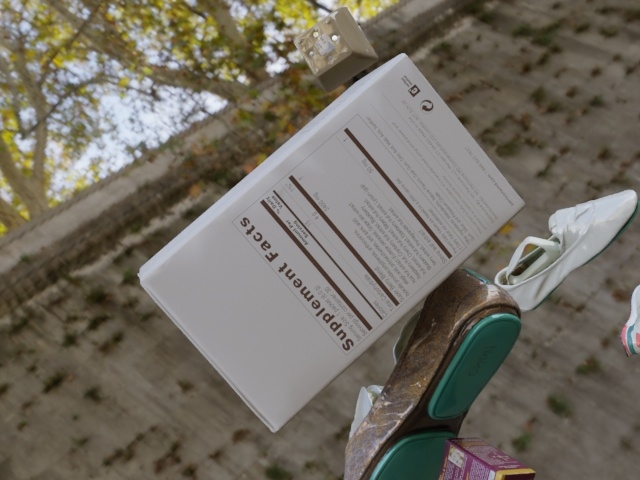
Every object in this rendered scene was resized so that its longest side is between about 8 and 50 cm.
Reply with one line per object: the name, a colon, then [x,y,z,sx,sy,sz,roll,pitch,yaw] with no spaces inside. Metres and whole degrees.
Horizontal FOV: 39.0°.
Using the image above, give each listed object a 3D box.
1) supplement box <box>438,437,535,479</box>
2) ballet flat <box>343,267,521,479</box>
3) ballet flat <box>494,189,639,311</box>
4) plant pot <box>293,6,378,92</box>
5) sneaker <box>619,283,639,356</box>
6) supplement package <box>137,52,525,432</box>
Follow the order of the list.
supplement box: [0.151,0.223,0.835,0.043,0.083,0.054,5,-80,-31]
ballet flat: [0.095,0.161,0.910,0.108,0.106,0.316,12,-62,-36]
ballet flat: [0.535,0.014,2.028,0.139,0.139,0.400,-21,-24,-47]
plant pot: [0.015,-0.319,1.504,0.109,0.109,0.096,-32,-1,17]
sneaker: [0.543,0.127,1.472,0.057,0.075,0.161,60,-137,-23]
supplement package: [0.000,0.000,0.828,0.293,0.175,0.177,-41,9,-7]
